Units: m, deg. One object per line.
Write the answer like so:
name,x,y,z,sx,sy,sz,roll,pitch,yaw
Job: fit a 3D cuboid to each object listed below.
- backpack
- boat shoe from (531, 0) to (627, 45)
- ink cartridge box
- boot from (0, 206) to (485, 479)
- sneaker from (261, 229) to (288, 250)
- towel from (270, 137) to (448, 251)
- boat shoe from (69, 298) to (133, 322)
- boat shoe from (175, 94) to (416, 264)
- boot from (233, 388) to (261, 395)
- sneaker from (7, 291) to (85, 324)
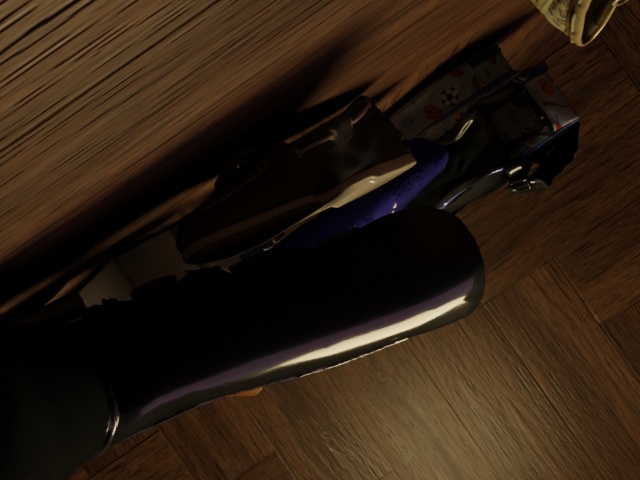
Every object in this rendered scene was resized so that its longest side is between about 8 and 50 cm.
backpack,0.230,-0.152,1.425,0.263,0.213,0.277,-24,178,-39
boat shoe,0.303,-0.281,1.021,0.105,0.089,0.285,-34,178,-3
ink cartridge box,-0.174,0.047,1.088,0.140,0.082,0.191,-38,176,38
boot,-0.071,0.082,0.743,0.446,0.146,0.367,-12,-176,-18
sneaker,-0.043,-0.059,1.309,0.191,0.071,0.083,-35,-162,-20
towel,0.000,0.000,1.179,0.308,0.076,0.227,-40,174,-35
boat shoe,-0.150,0.106,0.940,0.258,0.084,0.095,-20,134,-26
boat shoe,-0.031,-0.065,0.940,0.112,0.095,0.335,-33,175,39
boot,-0.232,0.169,1.201,0.281,0.096,0.264,-2,164,-24
sneaker,-0.287,0.144,0.974,0.222,0.118,0.083,-35,179,26
